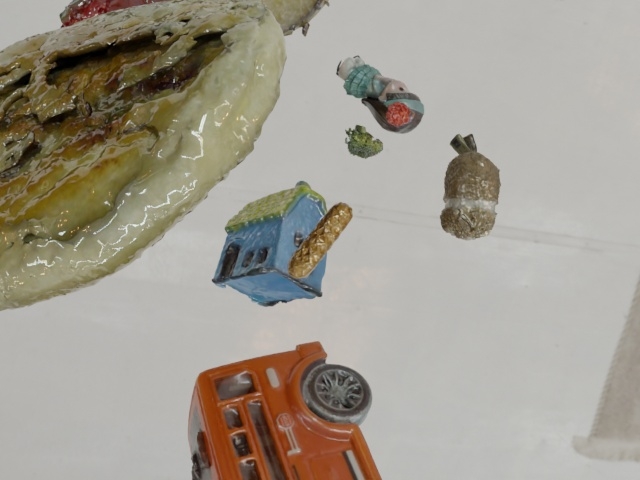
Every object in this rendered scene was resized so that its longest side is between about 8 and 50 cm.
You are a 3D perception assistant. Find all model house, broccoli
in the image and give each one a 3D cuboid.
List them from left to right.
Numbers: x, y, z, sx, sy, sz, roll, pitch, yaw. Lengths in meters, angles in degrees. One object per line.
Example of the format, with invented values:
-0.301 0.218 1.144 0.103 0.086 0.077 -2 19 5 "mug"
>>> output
-0.108 0.002 1.795 0.215 0.237 0.303 34 56 -37 "model house"
0.109 -0.247 1.742 0.096 0.095 0.092 -1 79 2 "broccoli"

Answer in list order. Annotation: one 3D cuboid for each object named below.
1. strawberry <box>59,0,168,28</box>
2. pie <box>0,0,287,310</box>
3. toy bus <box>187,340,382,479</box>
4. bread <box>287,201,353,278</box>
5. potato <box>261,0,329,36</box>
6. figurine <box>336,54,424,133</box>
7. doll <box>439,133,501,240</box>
-0.315 -0.383 1.377 0.295 0.318 0.345 -30 123 23 "strawberry"
-0.179 -0.092 0.534 0.339 0.339 0.077 -30 133 -3 "pie"
-0.002 0.247 0.530 0.153 0.329 0.143 -6 136 -23 "toy bus"
0.000 0.000 1.193 0.044 0.052 0.157 38 82 3 "bread"
-0.062 -0.569 1.411 0.288 0.237 0.301 -41 92 25 "potato"
0.135 -0.342 1.649 0.137 0.245 0.110 -15 141 -46 "figurine"
0.287 -0.104 1.329 0.105 0.115 0.221 10 68 3 "doll"
